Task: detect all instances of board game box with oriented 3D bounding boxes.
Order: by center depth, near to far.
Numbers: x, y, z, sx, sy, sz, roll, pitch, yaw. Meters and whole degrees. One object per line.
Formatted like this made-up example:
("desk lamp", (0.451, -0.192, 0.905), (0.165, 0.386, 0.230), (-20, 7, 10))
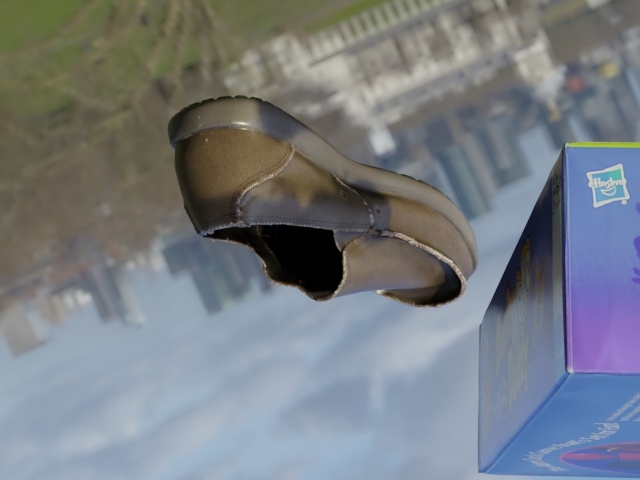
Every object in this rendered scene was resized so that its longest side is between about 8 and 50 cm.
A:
("board game box", (0.193, 0.043, 0.769), (0.233, 0.078, 0.347), (1, 168, 0))

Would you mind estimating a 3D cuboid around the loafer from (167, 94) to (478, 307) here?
("loafer", (0.000, 0.000, 1.648), (0.134, 0.130, 0.366), (-17, 150, 40))
